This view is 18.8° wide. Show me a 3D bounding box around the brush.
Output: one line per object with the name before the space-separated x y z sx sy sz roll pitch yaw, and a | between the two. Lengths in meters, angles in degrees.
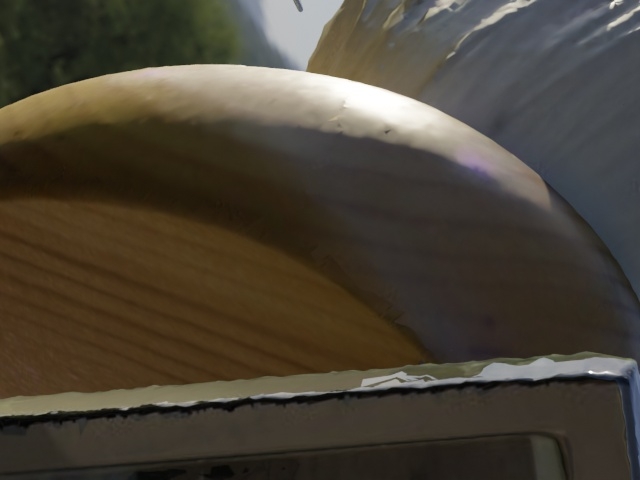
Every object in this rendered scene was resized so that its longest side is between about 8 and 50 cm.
brush | 0.000 0.000 0.571 0.267 0.166 0.174 19 -43 28

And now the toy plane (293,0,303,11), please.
toy plane | -0.053 -0.214 0.872 0.082 0.160 0.234 49 20 -64

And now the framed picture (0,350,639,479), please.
framed picture | -0.057 0.122 0.349 0.023 0.260 0.189 -5 89 -71
